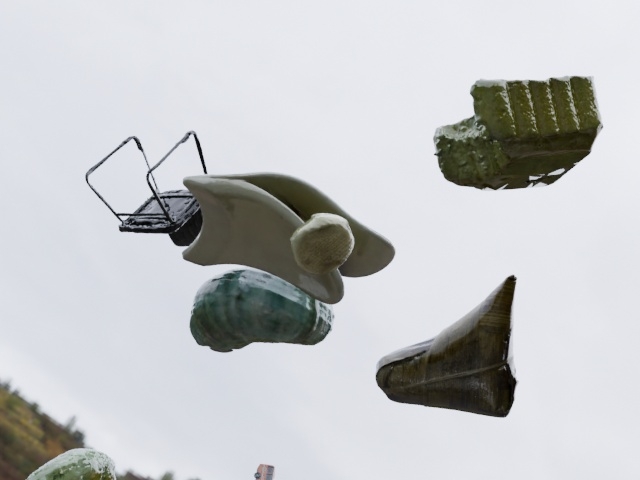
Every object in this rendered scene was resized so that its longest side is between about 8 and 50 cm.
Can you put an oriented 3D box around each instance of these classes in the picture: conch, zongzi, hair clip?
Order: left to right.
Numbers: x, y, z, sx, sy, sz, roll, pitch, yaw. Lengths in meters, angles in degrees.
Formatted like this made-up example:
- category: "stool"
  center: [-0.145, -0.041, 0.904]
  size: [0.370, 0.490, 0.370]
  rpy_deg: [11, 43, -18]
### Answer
- category: "conch"
  center: [-0.077, 0.102, 1.763]
  size: [0.220, 0.277, 0.195]
  rpy_deg: [22, -29, 52]
- category: "hair clip"
  center: [-0.045, -0.006, 1.440]
  size: [0.282, 0.113, 0.172]
  rpy_deg: [24, -39, 14]
- category: "zongzi"
  center: [0.258, 0.197, 2.093]
  size: [0.286, 0.288, 0.134]
  rpy_deg: [5, 11, 11]

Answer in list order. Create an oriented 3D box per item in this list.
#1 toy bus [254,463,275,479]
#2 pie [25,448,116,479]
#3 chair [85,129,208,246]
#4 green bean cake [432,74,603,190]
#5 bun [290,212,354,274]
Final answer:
- category: "toy bus"
  center: [-0.116, 0.503, 2.113]
  size: [0.043, 0.110, 0.031]
  rpy_deg: [5, -48, 3]
- category: "pie"
  center: [-0.294, 0.338, 1.136]
  size: [0.054, 0.240, 0.240]
  rpy_deg: [20, -30, 19]
- category: "chair"
  center: [-0.251, -0.050, 1.699]
  size: [0.140, 0.145, 0.221]
  rpy_deg: [0, -55, 33]
- category: "green bean cake"
  center: [0.321, -0.171, 1.727]
  size: [0.233, 0.124, 0.236]
  rpy_deg: [-3, -16, -14]
- category: "bun"
  center: [0.000, 0.000, 1.332]
  size: [0.086, 0.086, 0.055]
  rpy_deg: [60, -1, -42]
